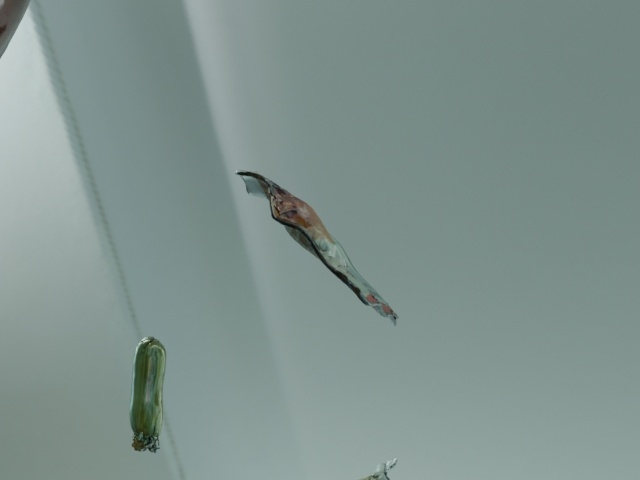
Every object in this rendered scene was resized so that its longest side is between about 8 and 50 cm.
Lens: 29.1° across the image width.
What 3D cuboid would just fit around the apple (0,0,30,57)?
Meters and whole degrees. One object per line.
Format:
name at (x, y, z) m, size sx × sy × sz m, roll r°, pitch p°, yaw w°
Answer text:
apple at (-0.379, -0.255, 0.976) m, size 0.348 × 0.277 × 0.348 m, roll 34°, pitch -27°, yaw 20°

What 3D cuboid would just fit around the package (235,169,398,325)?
package at (0.000, 0.000, 1.392) m, size 0.040 × 0.166 × 0.232 m, roll -47°, pitch -111°, yaw 4°

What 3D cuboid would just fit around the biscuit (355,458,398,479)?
biscuit at (-0.001, 0.412, 1.639) m, size 0.186 × 0.309 × 0.079 m, roll 64°, pitch -32°, yaw 26°

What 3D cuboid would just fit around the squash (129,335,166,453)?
squash at (-0.244, 0.219, 1.749) m, size 0.052 × 0.183 × 0.052 m, roll -3°, pitch -35°, yaw -2°
